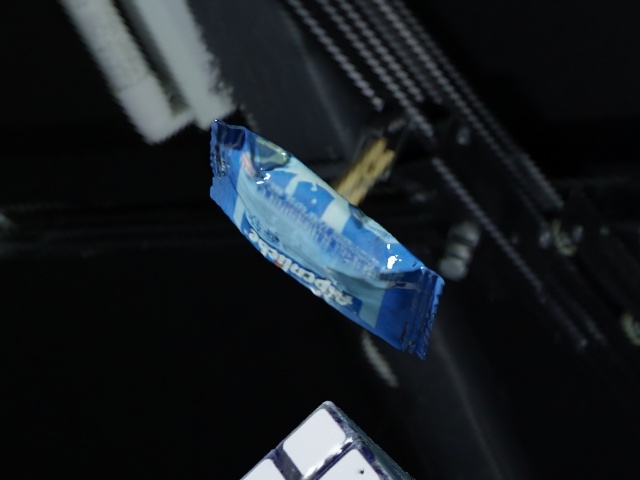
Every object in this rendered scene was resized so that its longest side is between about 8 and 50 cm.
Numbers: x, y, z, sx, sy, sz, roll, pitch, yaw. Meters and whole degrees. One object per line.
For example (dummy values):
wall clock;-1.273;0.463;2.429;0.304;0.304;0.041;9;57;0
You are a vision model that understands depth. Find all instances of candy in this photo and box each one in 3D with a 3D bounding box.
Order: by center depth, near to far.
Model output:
candy;0.000;0.000;1.785;0.331;0.077;0.187;39;-27;15

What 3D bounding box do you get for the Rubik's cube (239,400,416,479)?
Rubik's cube;0.040;0.450;2.021;0.305;0.304;0.301;49;-1;-37
